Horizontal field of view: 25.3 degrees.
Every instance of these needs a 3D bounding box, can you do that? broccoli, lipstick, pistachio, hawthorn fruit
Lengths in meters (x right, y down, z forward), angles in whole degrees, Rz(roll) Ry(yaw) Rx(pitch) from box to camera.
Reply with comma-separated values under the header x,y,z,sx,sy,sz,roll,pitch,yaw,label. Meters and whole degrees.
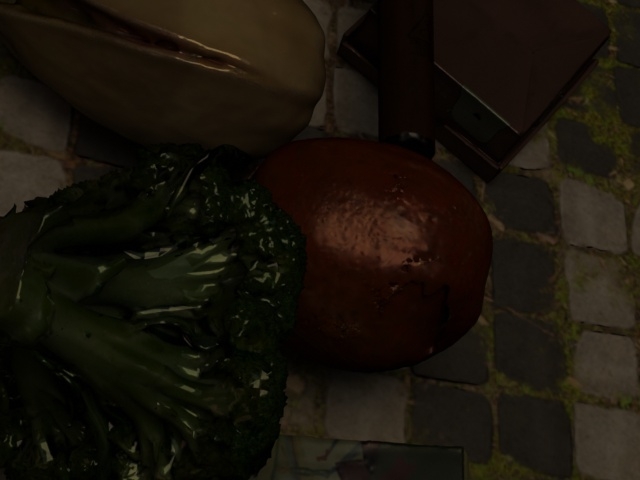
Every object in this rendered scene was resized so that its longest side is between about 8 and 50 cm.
x,y,z,sx,sy,sz,roll,pitch,yaw,label
-0.168,0.065,1.101,0.283,0.321,0.303,29,40,-58,broccoli
0.083,-0.233,1.392,0.057,0.057,0.356,10,60,-15,lipstick
-0.150,-0.183,1.300,0.318,0.214,0.193,18,96,-5,pistachio
0.000,0.000,1.253,0.299,0.211,0.211,22,58,-4,hawthorn fruit

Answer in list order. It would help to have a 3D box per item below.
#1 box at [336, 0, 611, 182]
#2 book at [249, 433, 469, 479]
x,y,z,sx,sy,sz,roll,pitch,yaw,label
0.165,-0.205,1.490,0.215,0.086,0.215,41,57,5,box
-0.021,0.253,1.167,0.290,0.026,0.201,3,62,-1,book
